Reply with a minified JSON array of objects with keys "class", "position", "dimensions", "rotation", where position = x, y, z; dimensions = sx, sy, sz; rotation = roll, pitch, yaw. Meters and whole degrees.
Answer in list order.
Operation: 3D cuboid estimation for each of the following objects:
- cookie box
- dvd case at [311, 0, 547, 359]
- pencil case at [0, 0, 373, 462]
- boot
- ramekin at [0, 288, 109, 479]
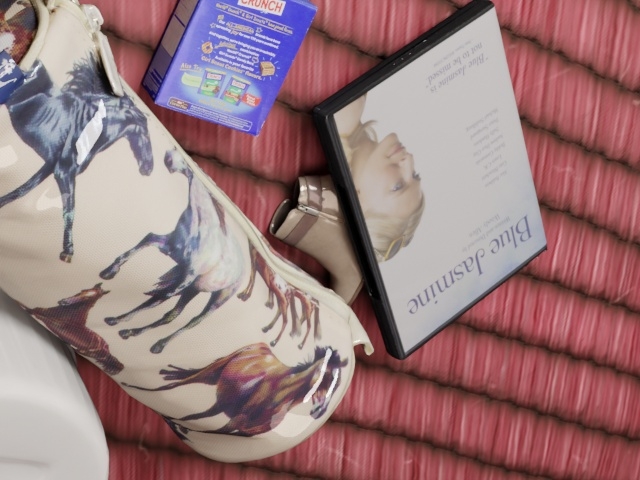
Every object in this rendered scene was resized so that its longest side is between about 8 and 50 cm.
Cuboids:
[{"class":"cookie box","position":[-0.066,-0.141,1.100],"dimensions":[0.092,0.040,0.107],"rotation":[16,110,-33]},{"class":"dvd case","position":[0.096,-0.045,1.223],"dimensions":[0.180,0.022,0.253],"rotation":[-36,129,-23]},{"class":"pencil case","position":[-0.132,-0.005,1.070],"dimensions":[0.183,0.160,0.410],"rotation":[-29,129,16]},{"class":"boot","position":[0.000,0.000,1.220],"dimensions":[0.087,0.042,0.118],"rotation":[12,110,-25]},{"class":"ramekin","position":[-0.286,0.161,1.081],"dimensions":[0.277,0.135,0.277],"rotation":[-18,131,-21]}]
